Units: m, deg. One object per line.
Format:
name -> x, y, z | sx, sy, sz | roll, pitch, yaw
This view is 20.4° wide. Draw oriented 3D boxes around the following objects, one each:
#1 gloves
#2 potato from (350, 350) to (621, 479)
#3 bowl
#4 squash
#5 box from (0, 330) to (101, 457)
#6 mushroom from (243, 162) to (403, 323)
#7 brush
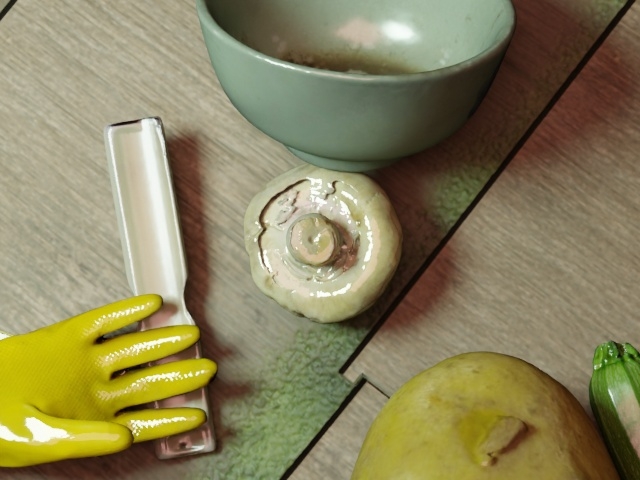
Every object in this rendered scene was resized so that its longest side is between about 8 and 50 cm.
gloves -> -0.240, 0.133, 1.622 | 0.294, 0.116, 0.133 | -11, 90, -2
potato -> 0.197, 0.279, 1.505 | 0.397, 0.290, 0.296 | 31, 54, -8
bowl -> 0.030, -0.155, 1.625 | 0.289, 0.146, 0.289 | 2, 34, -1
squash -> 0.296, 0.192, 1.585 | 0.068, 0.077, 0.219 | -33, 70, 40
box -> -0.267, 0.142, 1.681 | 0.156, 0.022, 0.089 | 15, 79, 9
mushroom -> 0.000, 0.000, 1.633 | 0.154, 0.122, 0.154 | -1, 83, 11
brush -> -0.151, 0.045, 1.681 | 0.060, 0.050, 0.321 | -10, 85, 1
